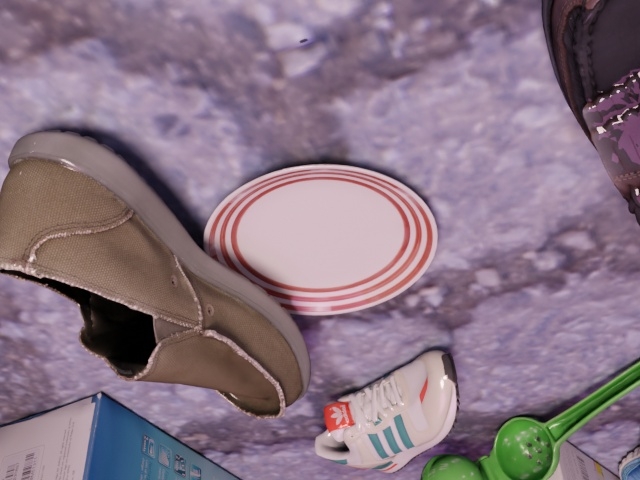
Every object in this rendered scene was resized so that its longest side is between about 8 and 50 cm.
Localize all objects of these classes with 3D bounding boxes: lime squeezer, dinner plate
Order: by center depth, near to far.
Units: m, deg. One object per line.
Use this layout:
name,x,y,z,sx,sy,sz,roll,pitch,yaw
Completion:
dinner plate,0.000,0.000,0.503,0.141,0.017,0.141,-1,142,-1
lime squeezer,0.134,0.186,0.668,0.310,0.059,0.110,-26,165,2

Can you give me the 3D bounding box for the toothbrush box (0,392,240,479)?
toothbrush box,-0.152,0.298,0.705,0.126,0.216,0.295,-21,138,22

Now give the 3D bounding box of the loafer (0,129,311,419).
loafer,-0.097,0.046,0.483,0.094,0.087,0.251,-3,142,39

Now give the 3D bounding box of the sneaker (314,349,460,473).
sneaker,0.046,0.136,0.638,0.075,0.057,0.161,7,143,-19

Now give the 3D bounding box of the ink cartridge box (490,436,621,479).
ink cartridge box,0.241,0.267,0.759,0.067,0.115,0.198,-30,133,29

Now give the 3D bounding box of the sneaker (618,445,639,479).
sneaker,0.307,0.217,0.734,0.063,0.073,0.162,-8,140,8

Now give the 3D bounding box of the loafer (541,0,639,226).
loafer,0.207,-0.029,0.413,0.109,0.095,0.302,-25,135,25
